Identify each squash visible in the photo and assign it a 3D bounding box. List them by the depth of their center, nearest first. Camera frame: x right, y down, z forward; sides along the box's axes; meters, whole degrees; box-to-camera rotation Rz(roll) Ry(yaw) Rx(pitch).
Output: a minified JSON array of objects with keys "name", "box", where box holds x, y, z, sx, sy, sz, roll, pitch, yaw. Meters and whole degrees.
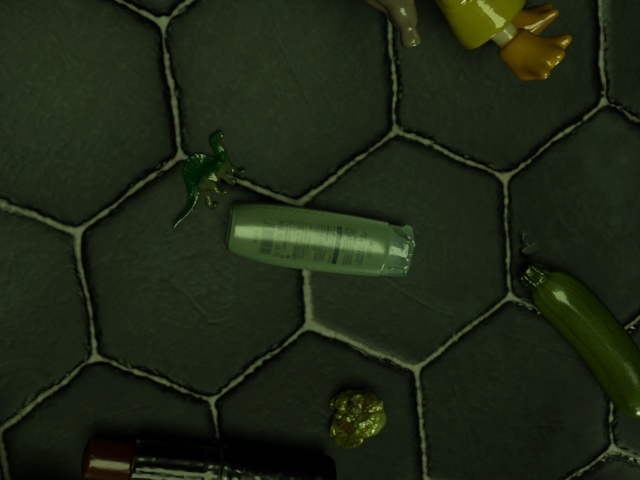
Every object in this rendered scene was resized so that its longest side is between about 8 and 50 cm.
[{"name":"squash","box":[0.333,0.116,1.287,0.069,0.069,0.258,-39,106,2]}]

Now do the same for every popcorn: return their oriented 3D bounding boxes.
[{"name":"popcorn","box":[0.043,0.214,1.267,0.068,0.059,0.083,36,104,-15]}]

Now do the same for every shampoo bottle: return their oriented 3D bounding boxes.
[{"name":"shampoo bottle","box":[0.000,0.000,1.213,0.212,0.049,0.072,9,98,-10]}]

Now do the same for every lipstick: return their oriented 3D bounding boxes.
[{"name":"lipstick","box":[-0.128,0.272,1.241,0.299,0.081,0.081,9,102,-12]}]

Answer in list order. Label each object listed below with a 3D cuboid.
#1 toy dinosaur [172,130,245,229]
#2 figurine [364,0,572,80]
[{"name":"toy dinosaur","box":[-0.134,-0.065,1.192,0.060,0.029,0.120,41,100,0]},{"name":"figurine","box":[0.100,-0.295,1.073,0.343,0.215,0.187,35,99,-17]}]
